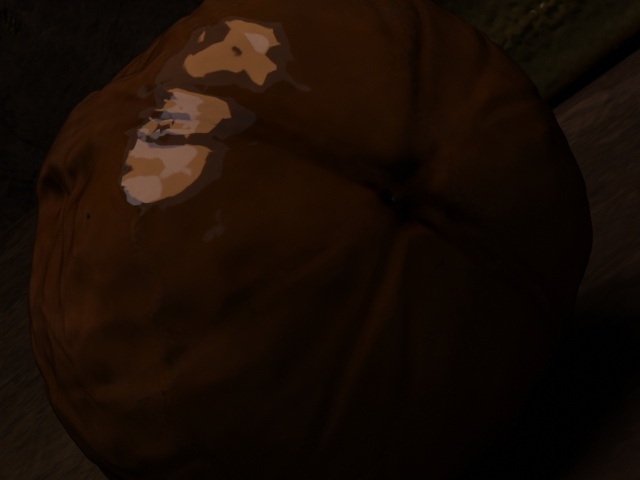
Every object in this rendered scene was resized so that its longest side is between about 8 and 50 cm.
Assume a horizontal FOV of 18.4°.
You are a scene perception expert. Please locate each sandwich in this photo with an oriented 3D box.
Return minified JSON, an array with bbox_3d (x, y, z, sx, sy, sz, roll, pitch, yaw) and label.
[{"bbox_3d":[0.147,-0.152,1.057,0.258,0.094,0.096,-34,16,18],"label":"sandwich"}]

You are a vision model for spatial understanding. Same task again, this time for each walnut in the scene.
[{"bbox_3d":[-0.012,0.007,0.690,0.195,0.195,0.221,-44,16,-23],"label":"walnut"}]
